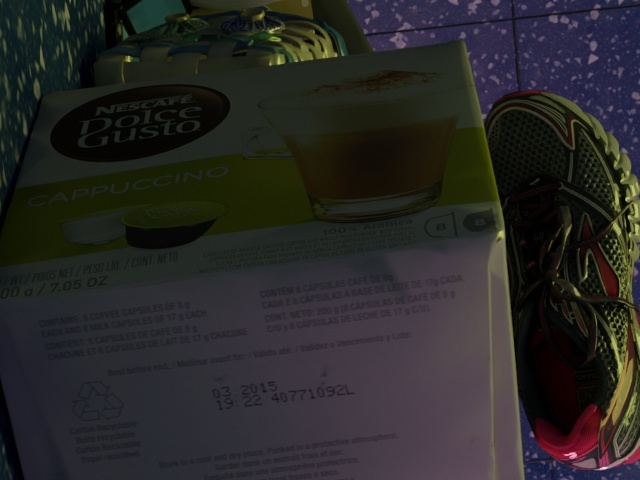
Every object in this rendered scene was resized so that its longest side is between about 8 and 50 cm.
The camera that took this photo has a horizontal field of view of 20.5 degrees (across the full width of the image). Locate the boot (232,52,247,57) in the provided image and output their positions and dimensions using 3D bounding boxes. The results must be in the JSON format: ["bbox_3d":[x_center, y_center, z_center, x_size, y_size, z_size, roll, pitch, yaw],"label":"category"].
[{"bbox_3d":[-0.113,-0.448,2.418,0.260,0.131,0.348,67,27,-55],"label":"boot"}]

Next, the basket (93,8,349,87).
[{"bbox_3d":[-0.069,-0.112,1.643,0.289,0.255,0.201,2,88,-74],"label":"basket"}]

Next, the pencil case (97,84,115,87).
[{"bbox_3d":[-0.157,-0.033,1.483,0.086,0.088,0.206,-86,170,-60],"label":"pencil case"}]

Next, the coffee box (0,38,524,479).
[{"bbox_3d":[-0.031,0.081,1.305,0.334,0.338,0.338,-91,173,-61],"label":"coffee box"}]

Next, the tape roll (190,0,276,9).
[{"bbox_3d":[-0.095,-0.378,1.780,0.169,0.246,0.246,-91,174,-46],"label":"tape roll"}]

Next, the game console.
[{"bbox_3d":[-0.165,-0.196,1.739,0.122,0.071,0.107,69,15,-74],"label":"game console"}]

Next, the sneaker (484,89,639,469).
[{"bbox_3d":[0.188,0.025,1.344,0.112,0.121,0.299,6,67,-57],"label":"sneaker"}]

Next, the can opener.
[{"bbox_3d":[-0.002,-0.286,1.939,0.074,0.093,0.280,106,-33,-56],"label":"can opener"}]

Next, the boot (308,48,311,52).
[{"bbox_3d":[-0.082,-0.164,1.910,0.090,0.207,0.248,34,45,-40],"label":"boot"}]

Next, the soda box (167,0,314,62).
[{"bbox_3d":[-0.102,-0.229,1.857,0.061,0.181,0.058,-133,-148,-63],"label":"soda box"}]
